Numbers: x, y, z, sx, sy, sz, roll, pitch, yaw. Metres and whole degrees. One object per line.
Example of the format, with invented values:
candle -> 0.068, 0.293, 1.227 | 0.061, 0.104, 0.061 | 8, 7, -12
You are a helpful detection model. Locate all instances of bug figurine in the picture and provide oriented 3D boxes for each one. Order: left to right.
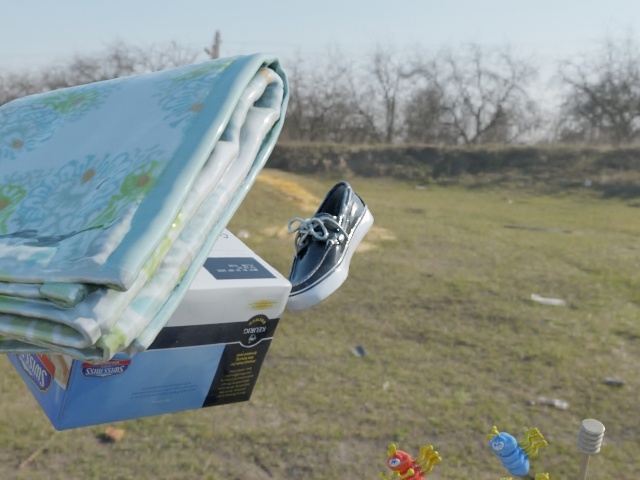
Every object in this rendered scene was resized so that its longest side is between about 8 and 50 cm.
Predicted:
bug figurine -> 0.243, 0.382, 1.278 | 0.279, 0.216, 0.072 | -22, 30, 36

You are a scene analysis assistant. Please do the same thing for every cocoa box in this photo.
cocoa box -> -0.266, 0.115, 1.229 | 0.347, 0.228, 0.231 | 1, 26, -44

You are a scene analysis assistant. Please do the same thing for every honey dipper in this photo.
honey dipper -> 0.344, 0.307, 1.057 | 0.030, 0.161, 0.030 | 2, 26, -1

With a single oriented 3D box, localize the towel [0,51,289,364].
towel -> -0.225, -0.045, 0.703 | 0.320, 0.090, 0.375 | -2, 37, 21

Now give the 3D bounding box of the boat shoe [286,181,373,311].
boat shoe -> 0.004, -0.001, 1.384 | 0.113, 0.105, 0.306 | -14, 27, 37
